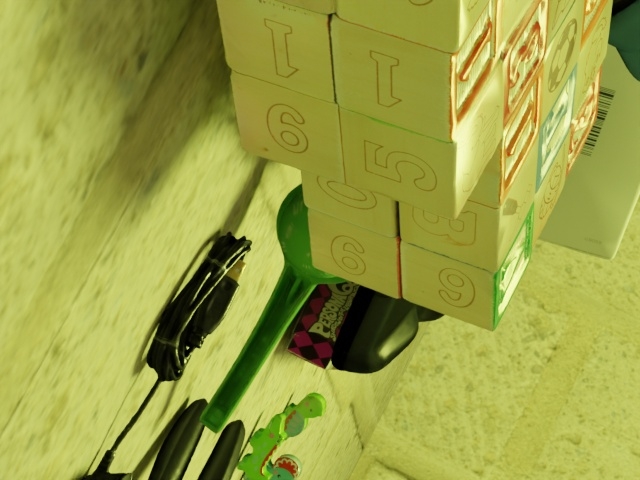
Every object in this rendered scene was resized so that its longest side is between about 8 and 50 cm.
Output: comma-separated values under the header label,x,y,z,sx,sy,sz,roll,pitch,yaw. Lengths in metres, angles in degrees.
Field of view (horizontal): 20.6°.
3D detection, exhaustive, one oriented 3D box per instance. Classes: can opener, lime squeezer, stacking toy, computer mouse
label,x,y,z,sx,sy,sz,roll,pitch,yaw
can opener,-0.083,0.155,0.973,0.073,0.059,0.186,-44,-174,35
lime squeezer,0.000,0.000,0.883,0.310,0.059,0.110,113,-1,-59
stacking toy,-0.056,0.237,1.492,0.221,0.052,0.167,-65,173,8
computer mouse,-0.087,0.107,0.861,0.242,0.041,0.071,-63,172,-6

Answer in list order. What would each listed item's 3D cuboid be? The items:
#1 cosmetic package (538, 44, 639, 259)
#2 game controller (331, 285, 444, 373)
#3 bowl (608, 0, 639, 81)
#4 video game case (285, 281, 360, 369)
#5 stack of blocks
label,x,y,z,sx,sy,sz,roll,pitch,yaw
cosmetic package,0.202,-0.145,1.373,0.225,0.138,0.224,-78,-176,-60
game controller,0.090,-0.046,1.190,0.166,0.067,0.319,-34,153,-46
bowl,0.250,-0.251,0.878,0.391,0.077,0.391,-61,-172,15
video game case,0.047,0.004,1.413,0.210,0.042,0.232,-63,173,-2
stack of blocks,0.044,-0.094,0.644,0.171,0.087,0.297,-59,160,-31
